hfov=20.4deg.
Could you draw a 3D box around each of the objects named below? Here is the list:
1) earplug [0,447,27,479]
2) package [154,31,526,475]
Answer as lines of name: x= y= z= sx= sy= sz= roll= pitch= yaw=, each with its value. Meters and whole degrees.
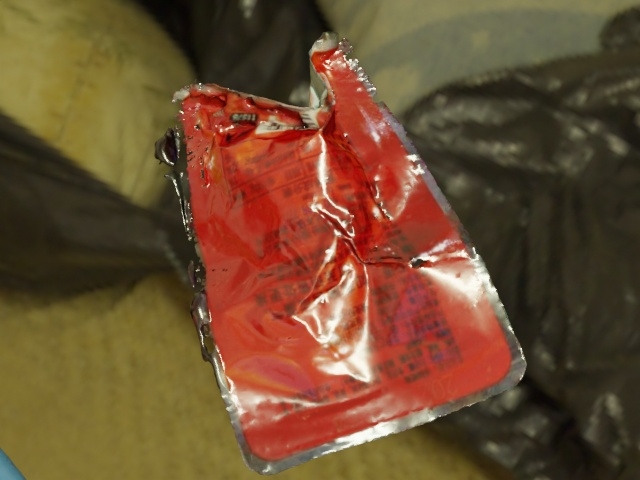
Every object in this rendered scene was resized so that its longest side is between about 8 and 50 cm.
earplug: x=-0.314 y=0.172 z=1.381 sx=0.273 sy=0.132 sz=0.132 roll=48 pitch=40 yaw=-2
package: x=0.000 y=0.000 z=1.164 sx=0.071 sy=0.194 sz=0.269 roll=43 pitch=27 yaw=-67
